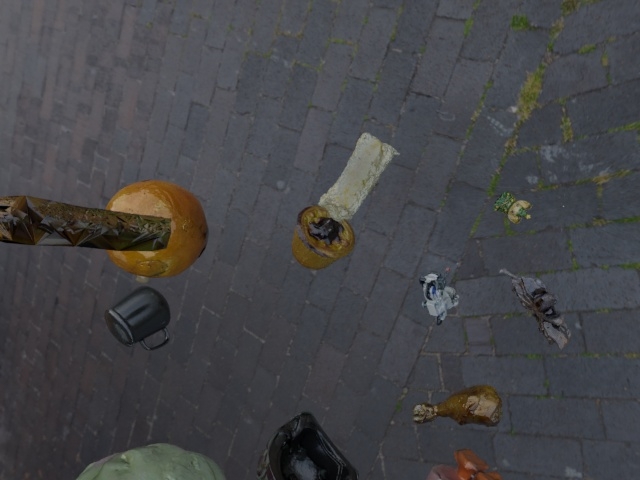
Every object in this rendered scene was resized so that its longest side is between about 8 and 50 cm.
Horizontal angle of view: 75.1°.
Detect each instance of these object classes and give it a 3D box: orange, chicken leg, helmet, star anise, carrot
[{"bbox_3d":[-0.398,-0.026,1.015,0.246,0.246,0.245,3,95,30],"label":"orange"},{"bbox_3d":[0.319,0.399,0.992,0.252,0.107,0.087,-32,37,43],"label":"chicken leg"},{"bbox_3d":[-0.037,0.374,0.655,0.107,0.177,0.153,-46,75,23],"label":"helmet"},{"bbox_3d":[0.598,0.172,1.139,0.081,0.230,0.262,-32,56,12],"label":"star anise"},{"bbox_3d":[-0.325,-0.019,0.584,0.069,0.229,0.068,-11,76,50],"label":"carrot"}]

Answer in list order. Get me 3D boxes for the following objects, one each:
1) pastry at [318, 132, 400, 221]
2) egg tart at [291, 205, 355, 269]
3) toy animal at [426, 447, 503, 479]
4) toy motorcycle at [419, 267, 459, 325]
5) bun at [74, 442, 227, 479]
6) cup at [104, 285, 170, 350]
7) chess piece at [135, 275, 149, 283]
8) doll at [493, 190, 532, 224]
[{"bbox_3d":[0.098,-0.173,1.148,0.122,0.089,0.258,36,87,8],"label":"pastry"},{"bbox_3d":[0.000,0.000,1.409,0.215,0.215,0.170,51,140,17],"label":"egg tart"},{"bbox_3d":[0.274,0.603,0.870,0.169,0.195,0.281,14,91,-12],"label":"toy animal"},{"bbox_3d":[0.429,0.196,1.509,0.102,0.150,0.221,7,137,41],"label":"toy motorcycle"},{"bbox_3d":[-0.291,0.405,0.616,0.187,0.293,0.293,47,115,25],"label":"bun"},{"bbox_3d":[-0.604,0.278,1.409,0.169,0.177,0.223,-16,104,41],"label":"cup"},{"bbox_3d":[-0.498,0.079,1.174,0.084,0.038,0.083,-28,58,58],"label":"chess piece"},{"bbox_3d":[0.613,-0.104,1.327,0.113,0.077,0.078,36,102,8],"label":"doll"}]
